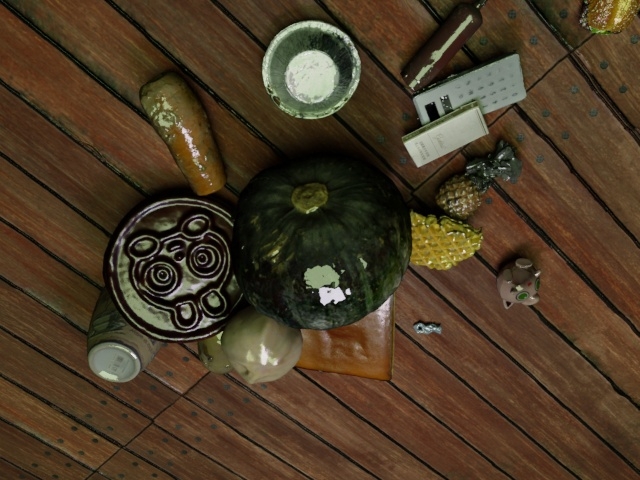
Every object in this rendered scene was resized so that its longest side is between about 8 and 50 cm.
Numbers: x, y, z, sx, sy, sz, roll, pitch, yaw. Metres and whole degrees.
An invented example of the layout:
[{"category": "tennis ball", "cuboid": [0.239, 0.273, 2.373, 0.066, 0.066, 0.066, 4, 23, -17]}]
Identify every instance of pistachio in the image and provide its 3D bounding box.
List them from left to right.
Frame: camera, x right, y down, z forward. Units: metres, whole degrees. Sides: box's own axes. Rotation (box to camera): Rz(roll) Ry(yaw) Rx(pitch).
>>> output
[{"category": "pistachio", "cuboid": [-0.151, 0.258, 1.603, 0.208, 0.332, 0.226, 8, 79, -3]}]

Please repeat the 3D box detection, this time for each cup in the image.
[{"category": "cup", "cuboid": [-0.559, 0.288, 1.735, 0.227, 0.257, 0.301, 22, 120, -9]}]

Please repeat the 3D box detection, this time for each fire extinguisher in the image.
[{"category": "fire extinguisher", "cuboid": [0.286, -0.466, 1.413, 0.089, 0.072, 0.268, 49, 114, 16]}]

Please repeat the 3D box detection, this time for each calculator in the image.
[{"category": "calculator", "cuboid": [0.352, -0.343, 1.471, 0.261, 0.021, 0.161, -22, 144, 12]}]

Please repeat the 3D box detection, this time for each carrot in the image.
[{"category": "carrot", "cuboid": [-0.322, -0.260, 1.496, 0.138, 0.139, 0.302, -19, 126, 11]}]

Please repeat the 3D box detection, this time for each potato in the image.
[{"category": "potato", "cuboid": [-0.282, 0.272, 1.780, 0.165, 0.165, 0.262, -2, 113, 1]}]

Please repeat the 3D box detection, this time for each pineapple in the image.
[{"category": "pineapple", "cuboid": [0.407, -0.156, 1.573, 0.237, 0.119, 0.111, -44, 67, 17]}]

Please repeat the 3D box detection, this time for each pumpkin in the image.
[{"category": "pumpkin", "cuboid": [0.000, 0.000, 1.466, 0.454, 0.454, 0.344, -8, 138, 5]}]

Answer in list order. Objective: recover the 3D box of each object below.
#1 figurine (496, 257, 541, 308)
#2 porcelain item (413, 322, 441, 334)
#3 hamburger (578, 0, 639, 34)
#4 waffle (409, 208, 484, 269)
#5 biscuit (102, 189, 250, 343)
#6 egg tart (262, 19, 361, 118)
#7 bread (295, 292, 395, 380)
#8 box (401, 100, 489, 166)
[{"category": "figurine", "cuboid": [0.551, 0.119, 1.716, 0.125, 0.125, 0.138, -18, 131, 10]}, {"category": "porcelain item", "cuboid": [0.320, 0.264, 1.853, 0.083, 0.028, 0.036, 6, 103, -2]}, {"category": "hamburger", "cuboid": [0.644, -0.536, 1.358, 0.137, 0.087, 0.166, 7, 120, -4]}, {"category": "waffle", "cuboid": [0.292, 0.004, 1.636, 0.245, 0.052, 0.254, 17, 151, -11]}, {"category": "biscuit", "cuboid": [-0.353, 0.071, 1.606, 0.407, 0.091, 0.407, -2, 96, -15]}, {"category": "egg tart", "cuboid": [-0.020, -0.391, 1.438, 0.234, 0.094, 0.234, -1, 118, -2]}, {"category": "bread", "cuboid": [0.051, 0.220, 1.728, 0.323, 0.143, 0.333, 4, 119, 14]}, {"category": "box", "cuboid": [0.309, -0.260, 1.526, 0.198, 0.029, 0.109, -25, 143, 15]}]
